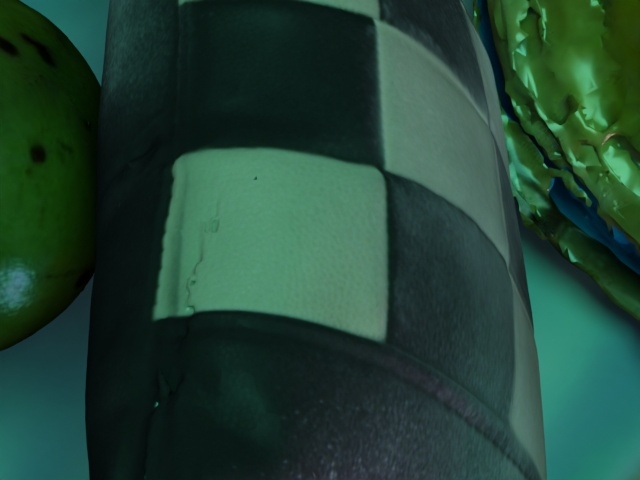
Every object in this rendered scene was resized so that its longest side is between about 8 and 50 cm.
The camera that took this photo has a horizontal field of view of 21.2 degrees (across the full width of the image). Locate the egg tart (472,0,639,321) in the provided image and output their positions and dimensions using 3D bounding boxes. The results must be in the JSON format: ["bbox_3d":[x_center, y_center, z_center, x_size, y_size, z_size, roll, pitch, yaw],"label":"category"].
[{"bbox_3d":[0.177,-0.087,0.573,0.291,0.107,0.291,4,72,-12],"label":"egg tart"}]

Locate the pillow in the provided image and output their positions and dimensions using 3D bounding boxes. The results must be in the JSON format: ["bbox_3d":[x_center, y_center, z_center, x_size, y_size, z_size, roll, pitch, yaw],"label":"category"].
[{"bbox_3d":[0.000,0.000,0.456,0.106,0.186,0.250,-15,54,20],"label":"pillow"}]

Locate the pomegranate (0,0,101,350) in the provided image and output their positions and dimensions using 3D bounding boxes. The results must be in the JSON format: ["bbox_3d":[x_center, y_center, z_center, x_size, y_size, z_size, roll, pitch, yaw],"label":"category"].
[{"bbox_3d":[-0.119,-0.014,0.474,0.130,0.130,0.130,4,73,-12],"label":"pomegranate"}]
